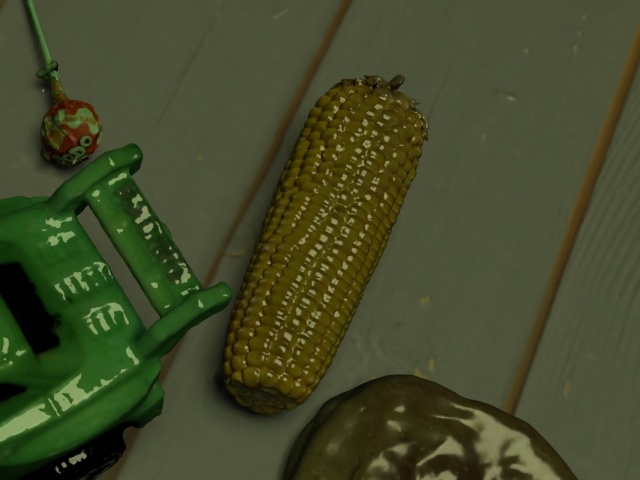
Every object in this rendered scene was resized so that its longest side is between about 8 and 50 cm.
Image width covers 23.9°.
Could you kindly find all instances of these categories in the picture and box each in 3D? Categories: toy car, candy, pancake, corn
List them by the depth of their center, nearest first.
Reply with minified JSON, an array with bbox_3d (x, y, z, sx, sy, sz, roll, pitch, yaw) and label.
[{"bbox_3d":[-0.259,0.089,1.060,0.359,0.176,0.213,-25,75,-27],"label":"toy car"},{"bbox_3d":[0.088,0.239,1.182,0.294,0.049,0.294,8,62,-15],"label":"pancake"},{"bbox_3d":[0.000,0.000,1.239,0.106,0.106,0.305,26,64,-6],"label":"corn"},{"bbox_3d":[-0.225,-0.143,1.261,0.055,0.049,0.184,-29,65,17],"label":"candy"}]
